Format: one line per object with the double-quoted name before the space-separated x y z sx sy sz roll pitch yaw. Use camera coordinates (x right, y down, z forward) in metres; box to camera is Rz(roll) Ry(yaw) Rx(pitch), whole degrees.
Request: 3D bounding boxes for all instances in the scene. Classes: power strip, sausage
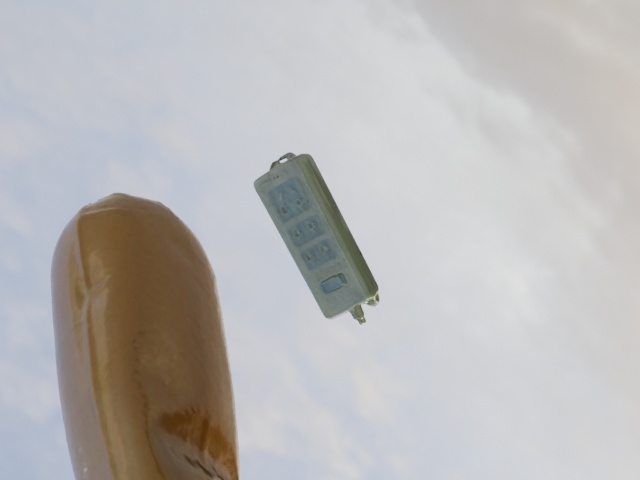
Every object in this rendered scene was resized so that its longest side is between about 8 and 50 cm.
"power strip" 0.000 0.000 0.633 0.083 0.027 0.017 62 -155 3
"sausage" -0.114 0.117 0.968 0.134 0.116 0.354 54 -166 -43
